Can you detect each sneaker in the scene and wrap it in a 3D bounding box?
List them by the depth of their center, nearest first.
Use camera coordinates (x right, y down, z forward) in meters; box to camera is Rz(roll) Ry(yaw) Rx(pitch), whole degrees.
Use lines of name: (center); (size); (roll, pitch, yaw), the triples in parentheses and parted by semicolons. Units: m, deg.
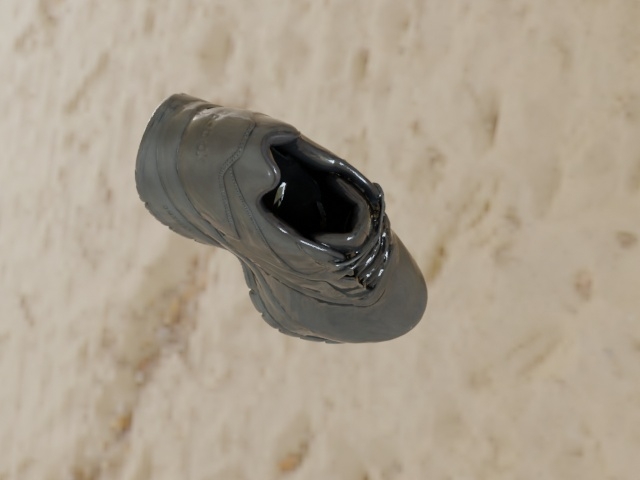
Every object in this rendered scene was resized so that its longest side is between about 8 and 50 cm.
sneaker: (0.000, 0.000, 1.230); (0.130, 0.286, 0.109); (6, 71, 41)
